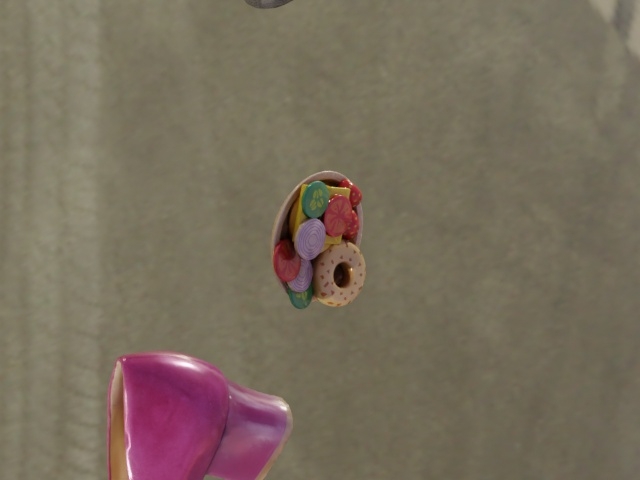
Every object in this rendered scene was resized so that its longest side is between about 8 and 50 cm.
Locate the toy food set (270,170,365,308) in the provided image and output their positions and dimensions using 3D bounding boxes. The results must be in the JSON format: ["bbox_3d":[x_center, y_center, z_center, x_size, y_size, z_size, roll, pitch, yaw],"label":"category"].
[{"bbox_3d":[0.000,0.000,1.046,0.082,0.020,0.083,2,102,-50],"label":"toy food set"}]

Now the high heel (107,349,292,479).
[{"bbox_3d":[-0.118,0.169,0.951,0.117,0.082,0.244,23,109,-40],"label":"high heel"}]

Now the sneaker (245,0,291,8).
[{"bbox_3d":[0.012,-0.122,0.694,0.109,0.040,0.044,-41,147,-19],"label":"sneaker"}]
